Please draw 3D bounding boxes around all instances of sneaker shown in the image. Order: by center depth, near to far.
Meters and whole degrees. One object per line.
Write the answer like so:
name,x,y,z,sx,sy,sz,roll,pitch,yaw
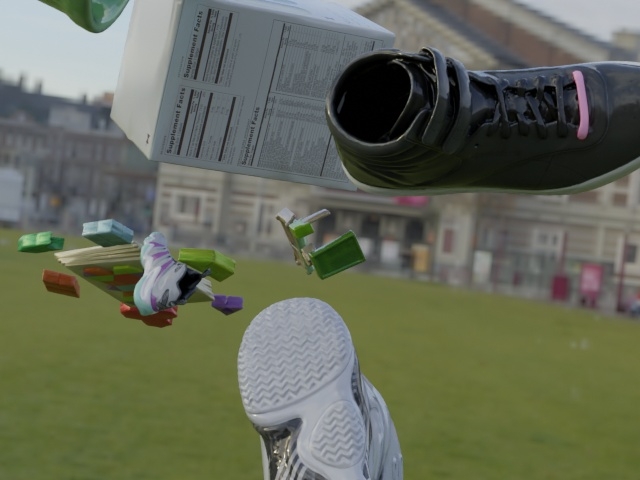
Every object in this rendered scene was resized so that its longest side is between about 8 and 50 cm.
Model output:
sneaker,0.138,-0.098,1.249,0.296,0.104,0.147,-7,-15,17
sneaker,0.011,0.252,1.488,0.137,0.366,0.210,-10,-26,13
sneaker,-0.137,0.029,1.518,0.069,0.098,0.038,-9,-42,14

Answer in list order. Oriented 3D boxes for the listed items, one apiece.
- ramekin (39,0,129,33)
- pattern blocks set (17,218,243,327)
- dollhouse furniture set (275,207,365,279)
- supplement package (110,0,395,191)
ramekin,-0.237,-0.371,1.574,0.148,0.303,0.303,21,0,1
pattern blocks set,-0.238,0.049,2.069,0.285,0.026,0.325,-13,-27,38
dollhouse furniture set,0.000,0.000,1.894,0.058,0.076,0.152,-26,17,-8
supplement package,-0.085,-0.194,1.895,0.263,0.198,0.199,8,16,-23
